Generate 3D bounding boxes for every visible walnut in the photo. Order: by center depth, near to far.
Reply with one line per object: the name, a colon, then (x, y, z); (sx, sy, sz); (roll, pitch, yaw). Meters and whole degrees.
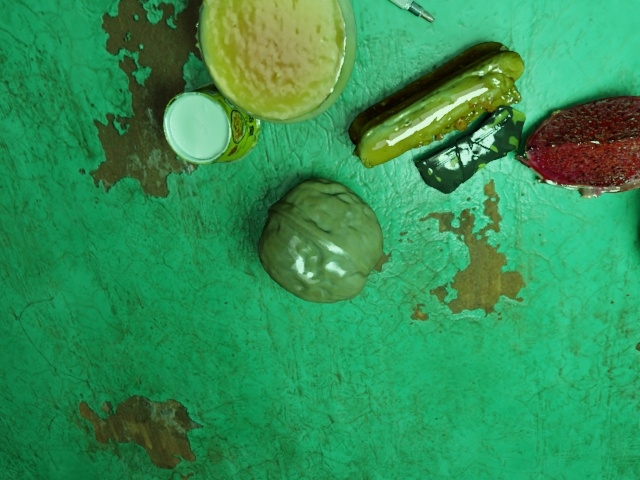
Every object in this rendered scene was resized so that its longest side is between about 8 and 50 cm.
walnut: (-0.001, 0.002, 0.877); (0.272, 0.227, 0.274); (5, 110, 12)

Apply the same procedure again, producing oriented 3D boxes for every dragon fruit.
dragon fruit: (0.539, -0.176, 0.792); (0.273, 0.126, 0.161); (1, 144, 39)

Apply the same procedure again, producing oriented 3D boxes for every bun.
bun: (-0.079, -0.379, 0.774); (0.298, 0.165, 0.299); (3, 117, 5)

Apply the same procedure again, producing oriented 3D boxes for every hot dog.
hot dog: (0.217, -0.250, 0.793); (0.348, 0.158, 0.117); (-28, 123, 13)

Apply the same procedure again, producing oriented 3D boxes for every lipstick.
lipstick: (0.176, -0.451, 0.785); (0.107, 0.025, 0.025); (28, 112, -10)

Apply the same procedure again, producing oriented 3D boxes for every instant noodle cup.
instant noodle cup: (-0.233, -0.241, 0.860); (0.182, 0.144, 0.182); (3, 111, 7)

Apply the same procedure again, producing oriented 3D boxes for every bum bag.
bum bag: (0.317, -0.187, 0.847); (0.232, 0.060, 0.107); (-32, 112, 20)
